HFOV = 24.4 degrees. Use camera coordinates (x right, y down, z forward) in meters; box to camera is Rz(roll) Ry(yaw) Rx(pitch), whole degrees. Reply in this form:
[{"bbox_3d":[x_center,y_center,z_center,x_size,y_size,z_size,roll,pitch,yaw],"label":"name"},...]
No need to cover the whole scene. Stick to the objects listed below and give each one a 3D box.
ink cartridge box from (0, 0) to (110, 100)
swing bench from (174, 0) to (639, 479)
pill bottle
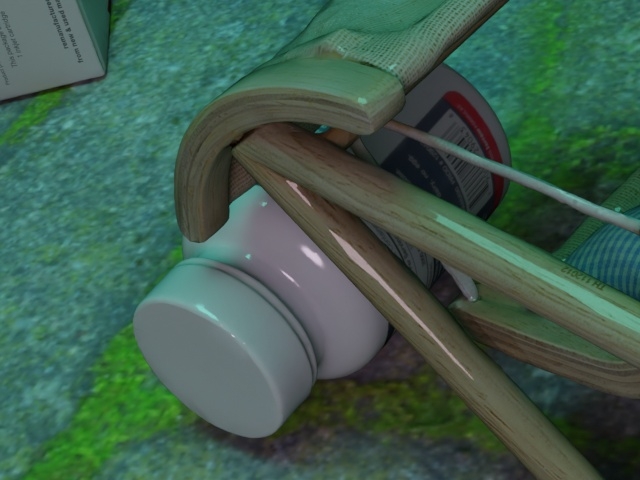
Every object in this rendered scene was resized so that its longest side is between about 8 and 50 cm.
[{"bbox_3d":[-0.269,-0.166,1.001,0.237,0.100,0.172,-13,37,5],"label":"ink cartridge box"},{"bbox_3d":[0.120,-0.050,0.570,0.255,0.165,0.253,38,60,13],"label":"swing bench"},{"bbox_3d":[0.000,0.000,0.680,0.108,0.108,0.180,15,47,35],"label":"pill bottle"}]
